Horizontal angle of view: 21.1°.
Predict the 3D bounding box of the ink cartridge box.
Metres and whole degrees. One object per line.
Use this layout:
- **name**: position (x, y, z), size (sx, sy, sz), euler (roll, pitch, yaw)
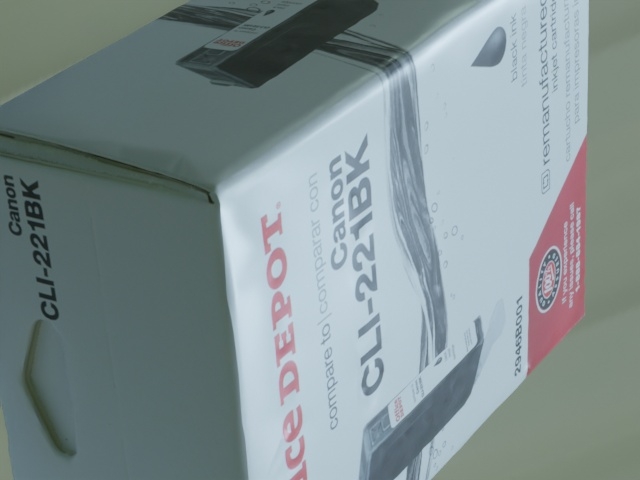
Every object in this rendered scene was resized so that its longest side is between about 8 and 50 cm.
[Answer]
- **ink cartridge box**: position (0.000, 0.000, 0.691), size (0.114, 0.273, 0.197), euler (15, -56, 31)
